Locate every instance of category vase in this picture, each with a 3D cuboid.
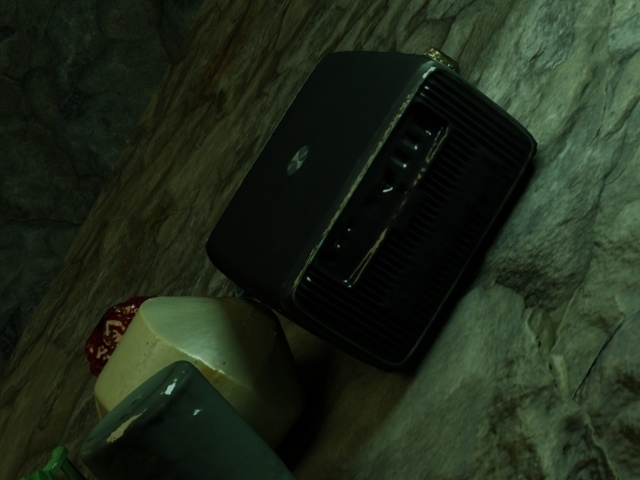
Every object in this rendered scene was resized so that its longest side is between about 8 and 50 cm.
[{"bbox_3d":[-0.139,0.305,1.457,0.245,0.291,0.245,-37,6,5],"label":"vase"}]

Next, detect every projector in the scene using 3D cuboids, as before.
[{"bbox_3d":[0.062,-0.053,1.661,0.395,0.242,0.405,-57,23,-4],"label":"projector"}]

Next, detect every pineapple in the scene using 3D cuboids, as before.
[{"bbox_3d":[0.163,-0.241,1.931,0.159,0.074,0.074,-56,21,18],"label":"pineapple"}]

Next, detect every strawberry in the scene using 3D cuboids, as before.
[{"bbox_3d":[-0.316,0.226,2.090,0.274,0.221,0.274,-39,39,42],"label":"strawberry"}]

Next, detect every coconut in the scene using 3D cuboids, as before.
[{"bbox_3d":[-0.173,0.218,1.742,0.323,0.323,0.323,-46,24,28],"label":"coconut"}]

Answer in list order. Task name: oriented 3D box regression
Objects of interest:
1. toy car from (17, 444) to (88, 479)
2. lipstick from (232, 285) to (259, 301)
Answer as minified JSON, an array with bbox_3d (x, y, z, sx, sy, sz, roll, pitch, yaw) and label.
[{"bbox_3d":[-0.452,0.518,2.067,0.176,0.213,0.359,-40,20,-12],"label":"toy car"},{"bbox_3d":[-0.169,0.145,2.152,0.312,0.051,0.051,-49,23,25],"label":"lipstick"}]
